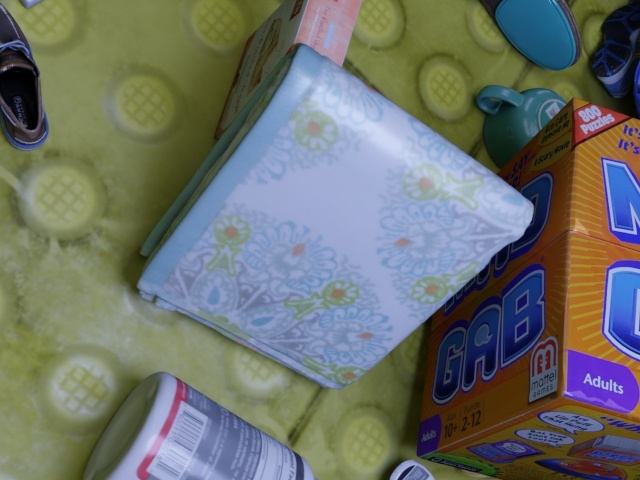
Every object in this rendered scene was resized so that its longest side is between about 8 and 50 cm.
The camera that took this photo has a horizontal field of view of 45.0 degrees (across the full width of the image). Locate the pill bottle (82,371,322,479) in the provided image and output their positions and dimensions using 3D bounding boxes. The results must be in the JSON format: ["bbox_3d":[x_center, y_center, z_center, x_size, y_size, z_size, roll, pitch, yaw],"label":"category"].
[{"bbox_3d":[-0.110,0.288,0.883,0.283,0.161,0.161,37,68,-18],"label":"pill bottle"}]

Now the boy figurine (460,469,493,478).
[{"bbox_3d":[0.307,0.244,1.144,0.285,0.092,0.177,-31,99,-30],"label":"boy figurine"}]

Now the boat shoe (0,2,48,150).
[{"bbox_3d":[-0.351,-0.198,0.883,0.066,0.066,0.183,-23,93,-28],"label":"boat shoe"}]

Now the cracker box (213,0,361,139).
[{"bbox_3d":[-0.045,-0.211,0.948,0.067,0.232,0.156,23,72,-22],"label":"cracker box"}]

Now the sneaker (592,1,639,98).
[{"bbox_3d":[0.540,-0.341,1.365,0.211,0.080,0.081,-56,130,-22],"label":"sneaker"}]

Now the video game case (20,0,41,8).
[{"bbox_3d":[-0.345,-0.412,0.942,0.183,0.023,0.201,-41,101,-26],"label":"video game case"}]

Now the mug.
[{"bbox_3d":[0.326,-0.174,1.207,0.157,0.097,0.130,4,81,-27],"label":"mug"}]

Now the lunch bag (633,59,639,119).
[{"bbox_3d":[0.604,-0.277,1.317,0.293,0.138,0.221,-59,144,-11],"label":"lunch bag"}]

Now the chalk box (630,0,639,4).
[{"bbox_3d":[0.728,-0.532,1.419,0.179,0.180,0.289,30,72,-20],"label":"chalk box"}]

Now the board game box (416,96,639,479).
[{"bbox_3d":[0.369,0.110,0.967,0.356,0.356,0.356,17,62,-10],"label":"board game box"}]

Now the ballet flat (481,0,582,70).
[{"bbox_3d":[0.299,-0.420,1.238,0.342,0.116,0.124,35,50,-14],"label":"ballet flat"}]

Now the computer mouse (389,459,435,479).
[{"bbox_3d":[0.150,0.378,1.072,0.106,0.042,0.193,-40,107,-21],"label":"computer mouse"}]

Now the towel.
[{"bbox_3d":[0.000,0.000,0.891,0.320,0.374,0.090,29,34,-21],"label":"towel"}]
